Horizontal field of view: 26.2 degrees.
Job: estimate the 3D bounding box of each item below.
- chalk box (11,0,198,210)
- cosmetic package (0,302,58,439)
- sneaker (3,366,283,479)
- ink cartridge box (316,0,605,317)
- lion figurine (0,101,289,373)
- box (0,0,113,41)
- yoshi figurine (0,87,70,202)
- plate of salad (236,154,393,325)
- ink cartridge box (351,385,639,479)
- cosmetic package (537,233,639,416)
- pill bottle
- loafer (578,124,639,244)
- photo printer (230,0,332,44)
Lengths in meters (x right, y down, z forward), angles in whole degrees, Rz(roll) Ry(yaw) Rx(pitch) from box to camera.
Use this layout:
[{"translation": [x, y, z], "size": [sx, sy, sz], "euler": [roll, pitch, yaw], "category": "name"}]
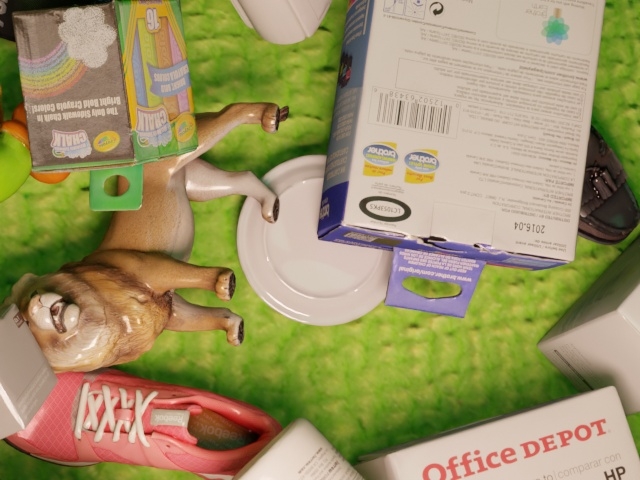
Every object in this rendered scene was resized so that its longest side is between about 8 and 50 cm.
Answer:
[{"translation": [-0.217, -0.138, 1.423], "size": [0.132, 0.132, 0.213], "euler": [-2, 100, 25], "category": "chalk box"}, {"translation": [-0.390, 0.163, 1.343], "size": [0.238, 0.127, 0.107], "euler": [-21, 104, 13], "category": "cosmetic package"}, {"translation": [-0.184, 0.183, 1.452], "size": [0.314, 0.136, 0.115], "euler": [9, 73, -13], "category": "sneaker"}, {"translation": [0.151, -0.118, 1.540], "size": [0.270, 0.151, 0.395], "euler": [9, 82, -10], "category": "ink cartridge box"}, {"translation": [-0.184, -0.014, 1.505], "size": [0.240, 0.142, 0.392], "euler": [6, 51, 14], "category": "lion figurine"}, {"translation": [-0.307, -0.318, 1.458], "size": [0.293, 0.295, 0.073], "euler": [14, 59, -13], "category": "box"}, {"translation": [-0.426, -0.009, 1.424], "size": [0.203, 0.204, 0.362], "euler": [55, 53, -21], "category": "yoshi figurine"}, {"translation": [0.000, 0.000, 1.597], "size": [0.200, 0.048, 0.199], "euler": [1, 83, -12], "category": "plate of salad"}, {"translation": [0.230, 0.386, 1.502], "size": [0.286, 0.166, 0.394], "euler": [-14, 80, -19], "category": "ink cartridge box"}, {"translation": [0.405, 0.075, 1.598], "size": [0.138, 0.225, 0.224], "euler": [47, 69, -1], "category": "cosmetic package"}, {"translation": [0.014, 0.298, 1.356], "size": [0.131, 0.131, 0.229], "euler": [-43, 88, -21], "category": "pill bottle"}, {"translation": [0.285, -0.120, 1.681], "size": [0.109, 0.095, 0.302], "euler": [-42, 90, -21], "category": "loafer"}, {"translation": [-0.052, -0.408, 1.552], "size": [0.107, 0.307, 0.256], "euler": [13, 69, 25], "category": "photo printer"}]
